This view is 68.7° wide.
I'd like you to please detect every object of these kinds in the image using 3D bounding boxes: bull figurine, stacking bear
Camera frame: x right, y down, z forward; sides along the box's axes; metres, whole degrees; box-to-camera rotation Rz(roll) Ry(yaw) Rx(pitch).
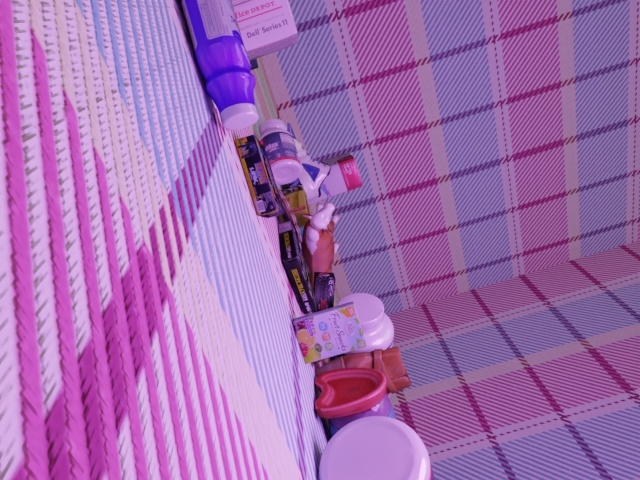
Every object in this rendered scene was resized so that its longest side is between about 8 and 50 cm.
[{"bbox_3d":[0.000,0.000,1.413,0.188,0.101,0.310,-61,161,-54],"label":"bull figurine"},{"bbox_3d":[0.097,0.452,1.050,0.175,0.164,0.288,-92,170,-80],"label":"stacking bear"}]

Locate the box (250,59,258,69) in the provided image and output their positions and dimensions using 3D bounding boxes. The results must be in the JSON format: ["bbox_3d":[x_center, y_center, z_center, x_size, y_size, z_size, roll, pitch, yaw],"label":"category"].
[{"bbox_3d":[-0.283,-0.729,1.601,0.232,0.059,0.183,68,6,-57],"label":"box"}]

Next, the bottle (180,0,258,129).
[{"bbox_3d":[-0.181,-0.344,0.852,0.118,0.092,0.282,63,10,-82],"label":"bottle"}]

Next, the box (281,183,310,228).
[{"bbox_3d":[-0.084,-0.113,1.557,0.232,0.087,0.058,-100,171,-62],"label":"box"}]

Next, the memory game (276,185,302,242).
[{"bbox_3d":[-0.095,-0.074,1.354,0.186,0.012,0.186,61,-10,19],"label":"memory game"}]

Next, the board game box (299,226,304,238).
[{"bbox_3d":[-0.035,0.064,1.867,0.160,0.047,0.210,70,3,-53],"label":"board game box"}]

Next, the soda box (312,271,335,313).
[{"bbox_3d":[0.007,0.176,1.334,0.053,0.060,0.168,-100,-167,-72],"label":"soda box"}]

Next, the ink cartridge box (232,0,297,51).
[{"bbox_3d":[-0.174,-0.581,1.282,0.353,0.207,0.119,-96,167,-73],"label":"ink cartridge box"}]

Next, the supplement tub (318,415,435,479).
[{"bbox_3d":[0.119,0.472,0.842,0.191,0.191,0.272,-103,175,-60],"label":"supplement tub"}]

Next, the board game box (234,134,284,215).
[{"bbox_3d":[-0.133,-0.138,1.055,0.141,0.048,0.170,-26,99,-86],"label":"board game box"}]

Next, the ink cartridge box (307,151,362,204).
[{"bbox_3d":[0.007,-0.257,1.979,0.226,0.306,0.131,-101,173,-72],"label":"ink cartridge box"}]

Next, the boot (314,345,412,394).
[{"bbox_3d":[0.125,0.387,1.208,0.109,0.220,0.283,-103,175,-61],"label":"boot"}]

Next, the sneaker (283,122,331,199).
[{"bbox_3d":[-0.064,-0.291,1.804,0.127,0.182,0.315,160,-84,-72],"label":"sneaker"}]

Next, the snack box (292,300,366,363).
[{"bbox_3d":[0.020,0.203,1.037,0.037,0.141,0.100,-75,148,-84],"label":"snack box"}]

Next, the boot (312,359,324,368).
[{"bbox_3d":[-0.020,0.247,1.159,0.106,0.037,0.114,-97,165,-88],"label":"boot"}]

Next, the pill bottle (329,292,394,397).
[{"bbox_3d":[0.114,0.311,1.315,0.181,0.182,0.322,-103,-173,-58],"label":"pill bottle"}]

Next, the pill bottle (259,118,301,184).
[{"bbox_3d":[-0.126,-0.266,1.389,0.108,0.108,0.180,68,5,-63],"label":"pill bottle"}]

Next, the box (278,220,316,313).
[{"bbox_3d":[-0.063,0.069,1.264,0.190,0.045,0.184,-105,179,-57],"label":"box"}]
